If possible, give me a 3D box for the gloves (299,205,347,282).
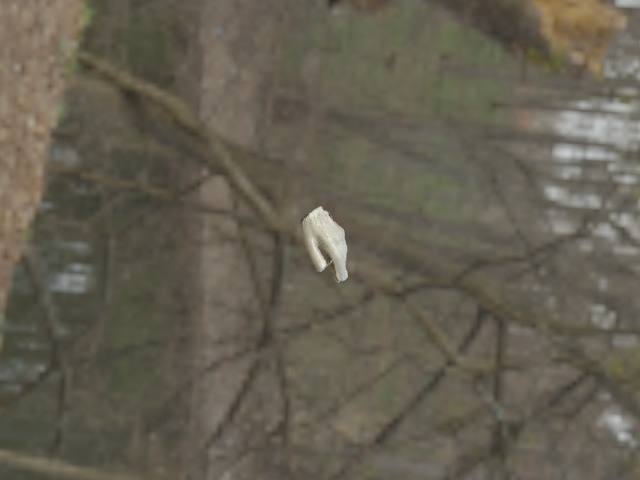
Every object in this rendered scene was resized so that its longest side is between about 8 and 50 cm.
[{"bbox_3d":[0.002,0.000,1.578,0.037,0.044,0.081,-20,-84,52],"label":"gloves"}]
